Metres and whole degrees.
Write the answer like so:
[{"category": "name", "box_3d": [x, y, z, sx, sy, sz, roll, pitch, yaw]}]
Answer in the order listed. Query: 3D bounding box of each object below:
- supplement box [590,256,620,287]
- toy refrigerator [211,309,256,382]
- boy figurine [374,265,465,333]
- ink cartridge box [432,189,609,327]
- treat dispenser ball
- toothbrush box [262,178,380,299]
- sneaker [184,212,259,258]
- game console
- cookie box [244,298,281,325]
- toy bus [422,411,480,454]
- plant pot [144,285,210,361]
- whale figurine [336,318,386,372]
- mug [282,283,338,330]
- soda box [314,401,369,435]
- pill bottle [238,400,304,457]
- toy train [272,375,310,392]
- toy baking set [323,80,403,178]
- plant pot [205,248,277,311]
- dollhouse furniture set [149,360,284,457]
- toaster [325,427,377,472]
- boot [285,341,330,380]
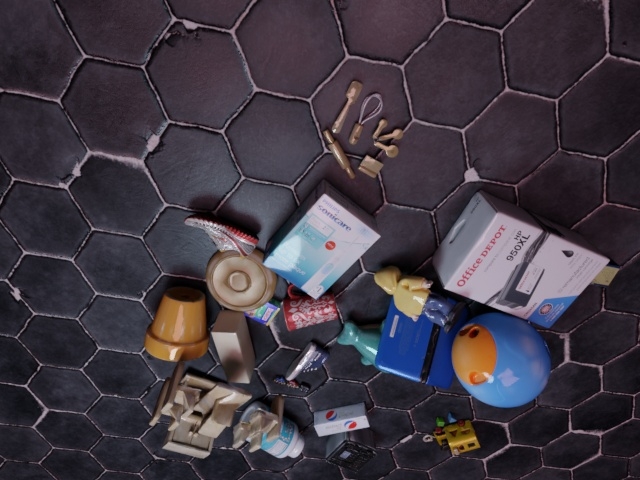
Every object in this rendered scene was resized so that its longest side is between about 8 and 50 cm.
[{"category": "supplement box", "box_3d": [0.904, 0.098, 1.372, 0.083, 0.056, 0.083, 10, 119, -6]}, {"category": "toy refrigerator", "box_3d": [-0.301, 0.373, 1.466, 0.094, 0.102, 0.270, 1, 128, 7]}, {"category": "boy figurine", "box_3d": [0.294, 0.177, 1.311, 0.285, 0.092, 0.177, 30, 136, 32]}, {"category": "ink cartridge box", "box_3d": [0.592, 0.062, 1.285, 0.394, 0.166, 0.285, 21, 117, -11]}, {"category": "treat dispenser ball", "box_3d": [0.562, 0.371, 1.323, 0.288, 0.288, 0.288, 0, 119, 0]}, {"category": "toothbrush box", "box_3d": [0.000, 0.000, 1.269, 0.216, 0.126, 0.295, 36, 112, -19]}, {"category": "sneaker", "box_3d": [-0.304, -0.013, 1.267, 0.225, 0.088, 0.093, 25, 99, -13]}, {"category": "game console", "box_3d": [0.347, 0.323, 1.420, 0.250, 0.173, 0.293, 14, 78, 19]}, {"category": "cookie box", "box_3d": [-0.204, 0.231, 1.444, 0.107, 0.040, 0.092, 29, 115, -16]}, {"category": "toy bus", "box_3d": [0.561, 0.836, 1.758, 0.191, 0.104, 0.202, 16, 118, -9]}, {"category": "plant pot", "box_3d": [-0.459, 0.261, 1.383, 0.205, 0.205, 0.188, 11, 104, -7]}, {"category": "whale figurine", "box_3d": [0.196, 0.370, 1.469, 0.272, 0.141, 0.216, 20, 118, -12]}, {"category": "mug", "box_3d": [-0.035, 0.218, 1.401, 0.169, 0.113, 0.150, -11, 121, 2]}, {"category": "soda box", "box_3d": [0.086, 0.729, 1.713, 0.216, 0.069, 0.074, -14, 119, 8]}, {"category": "pill bottle", "box_3d": [-0.190, 0.770, 1.689, 0.264, 0.146, 0.146, 40, 112, -21]}, {"category": "toy train", "box_3d": [-0.112, 0.558, 1.638, 0.158, 0.027, 0.036, 20, 114, -12]}, {"category": "toy baking set", "box_3d": [0.111, -0.295, 1.161, 0.196, 0.030, 0.256, -33, 115, 14]}, {"category": "plant pot", "box_3d": [-0.260, 0.130, 1.364, 0.236, 0.032, 0.236, 1, 107, 3]}, {"category": "dollhouse furniture set", "box_3d": [-0.366, 0.545, 1.437, 0.362, 0.256, 0.394, 26, 132, -20]}, {"category": "toaster", "box_3d": [0.132, 0.863, 1.765, 0.168, 0.110, 0.186, 27, 116, -16]}, {"category": "boot", "box_3d": [-0.048, 0.465, 1.561, 0.086, 0.069, 0.190, 32, 113, -14]}]
